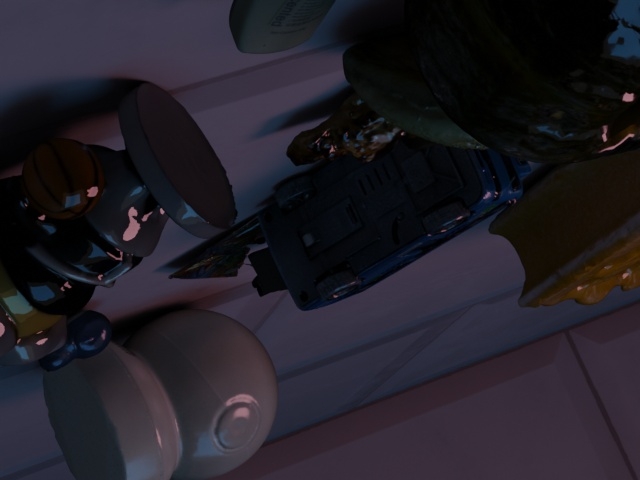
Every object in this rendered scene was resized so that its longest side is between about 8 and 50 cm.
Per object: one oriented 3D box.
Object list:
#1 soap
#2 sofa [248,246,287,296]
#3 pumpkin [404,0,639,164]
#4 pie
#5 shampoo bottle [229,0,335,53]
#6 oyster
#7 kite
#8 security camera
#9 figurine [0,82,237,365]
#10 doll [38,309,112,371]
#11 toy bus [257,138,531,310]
[{"bbox_3d":[0.400,-0.056,2.035,0.293,0.156,0.335,-13,164,-30],"label":"soap"},{"bbox_3d":[0.000,0.000,1.754,0.147,0.060,0.085,-25,-178,-26],"label":"sofa"},{"bbox_3d":[0.207,-0.174,1.094,0.320,0.192,0.320,-25,169,-5],"label":"pumpkin"},{"bbox_3d":[0.107,-0.112,1.285,0.187,0.187,0.041,-13,121,-41],"label":"pie"},{"bbox_3d":[0.006,-0.180,1.033,0.072,0.049,0.212,-12,163,-29],"label":"shampoo bottle"},{"bbox_3d":[0.134,-0.130,1.449,0.345,0.078,0.128,-25,176,-8],"label":"oyster"},{"bbox_3d":[-0.083,0.008,1.738,0.160,0.010,0.183,-21,165,-21],"label":"kite"},{"bbox_3d":[-0.160,0.168,1.879,0.236,0.194,0.194,-22,168,-31],"label":"security camera"},{"bbox_3d":[-0.193,-0.004,1.219,0.236,0.133,0.176,-30,157,18],"label":"figurine"},{"bbox_3d":[-0.250,0.098,1.731,0.083,0.050,0.076,-21,172,-22],"label":"doll"},{"bbox_3d":[0.069,-0.036,1.595,0.246,0.113,0.134,-33,166,35],"label":"toy bus"}]
